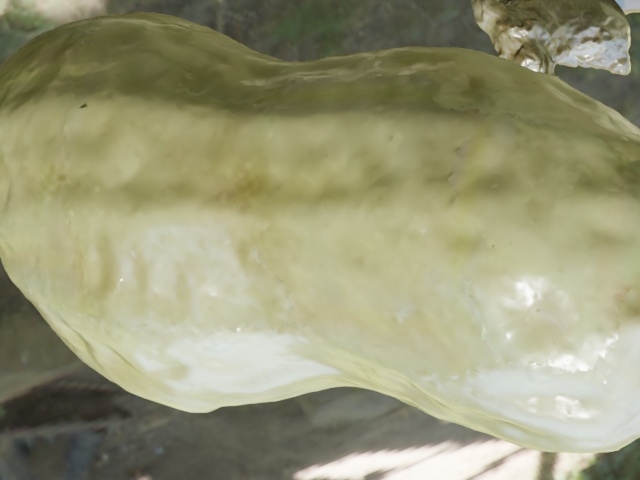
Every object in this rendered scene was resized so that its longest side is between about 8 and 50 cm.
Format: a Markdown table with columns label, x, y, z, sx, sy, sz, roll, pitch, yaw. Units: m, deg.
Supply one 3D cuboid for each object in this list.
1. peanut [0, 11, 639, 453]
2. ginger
| label | x | y | z | sx | sy | sz | roll | pitch | yaw |
| --- | --- | --- | --- | --- | --- | --- | --- | --- | --- |
| peanut | 0.000 | 0.000 | 0.416 | 0.257 | 0.123 | 0.123 | 14 | 175 | 31 |
| ginger | 0.243 | -0.203 | 1.198 | 0.290 | 0.122 | 0.084 | -27 | 160 | -40 |
